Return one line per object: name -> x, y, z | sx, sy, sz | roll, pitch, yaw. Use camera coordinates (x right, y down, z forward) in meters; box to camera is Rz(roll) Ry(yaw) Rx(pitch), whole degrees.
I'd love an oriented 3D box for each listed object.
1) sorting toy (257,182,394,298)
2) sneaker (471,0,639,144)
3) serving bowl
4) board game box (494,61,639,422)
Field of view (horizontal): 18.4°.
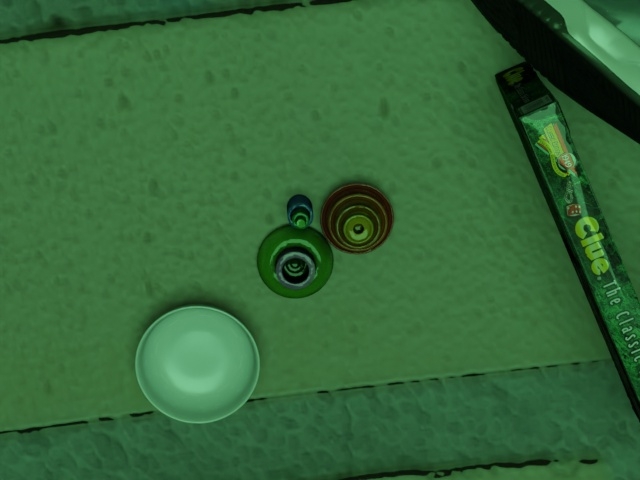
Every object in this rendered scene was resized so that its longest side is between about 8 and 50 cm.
sorting toy -> 0.000, 0.000, 1.299 | 0.102, 0.042, 0.061 | -38, 103, 9
sneaker -> 0.242, -0.141, 1.178 | 0.295, 0.124, 0.178 | 35, 83, 3
serving bowl -> -0.082, 0.080, 1.327 | 0.083, 0.027, 0.083 | 0, 105, -2
board game box -> 0.178, 0.018, 1.260 | 0.030, 0.136, 0.260 | -23, 106, 7
